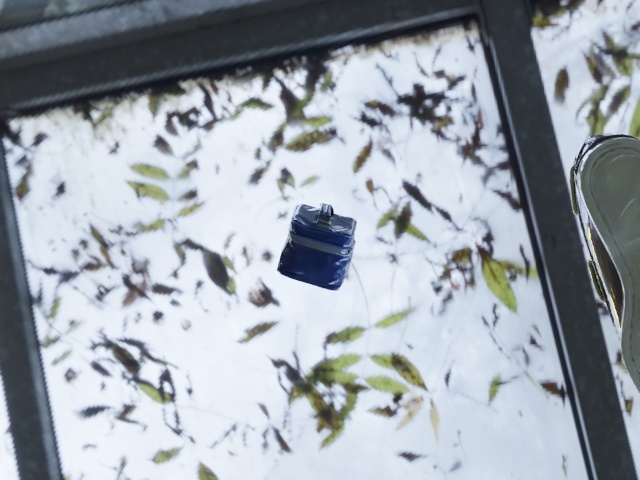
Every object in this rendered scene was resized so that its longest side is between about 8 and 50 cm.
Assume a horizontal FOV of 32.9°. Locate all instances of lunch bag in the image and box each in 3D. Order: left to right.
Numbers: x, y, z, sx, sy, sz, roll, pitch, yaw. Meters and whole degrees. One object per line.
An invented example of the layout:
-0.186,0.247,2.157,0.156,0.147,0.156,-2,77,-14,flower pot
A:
0.000,0.000,1.048,0.067,0.098,0.065,17,-75,-2,lunch bag

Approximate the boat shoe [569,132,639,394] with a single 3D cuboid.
0.346,0.040,1.149,0.116,0.097,0.324,-22,-79,6,boat shoe
